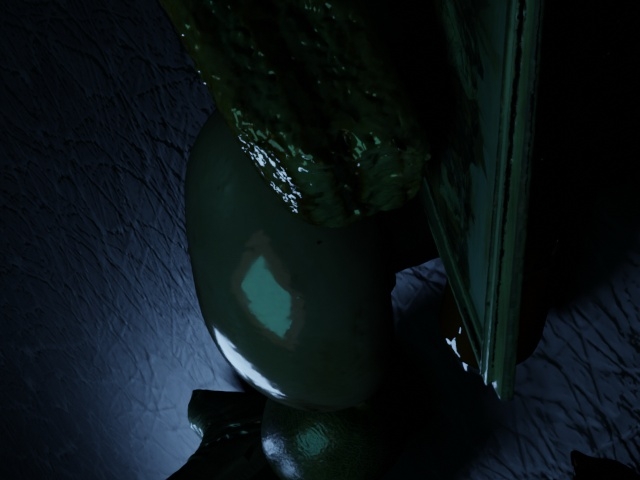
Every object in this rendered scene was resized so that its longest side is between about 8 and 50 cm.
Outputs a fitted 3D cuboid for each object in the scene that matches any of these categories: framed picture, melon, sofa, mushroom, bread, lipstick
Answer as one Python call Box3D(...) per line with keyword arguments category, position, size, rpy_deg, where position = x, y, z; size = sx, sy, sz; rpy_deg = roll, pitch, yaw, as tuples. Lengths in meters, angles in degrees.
Box3D(category="framed picture", position=(0.071, -0.082, 0.779), size=(0.217, 0.017, 0.274), rpy_deg=(-106, 11, -49))
Box3D(category="melon", position=(0.012, 0.146, 1.208), size=(0.114, 0.114, 0.167), rpy_deg=(50, 153, 7))
Box3D(category="sofa", position=(-0.098, 0.278, 1.426), size=(0.176, 0.225, 0.210), rpy_deg=(0, 125, 54))
Box3D(category="mushroom", position=(0.000, 0.000, 1.002), size=(0.226, 0.178, 0.226), rpy_deg=(174, 90, -79))
Box3D(category="bread", position=(-0.017, -0.103, 0.846), size=(0.196, 0.102, 0.138), rpy_deg=(65, -177, 15))
Box3D(category="lipstick", position=(0.117, -0.046, 0.840), size=(0.077, 0.077, 0.418), rpy_deg=(41, 153, 23))

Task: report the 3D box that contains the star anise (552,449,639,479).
Box3D(category="star anise", position=(0.222, 0.200, 0.995), size=(0.168, 0.057, 0.168), rpy_deg=(33, 153, 19))
